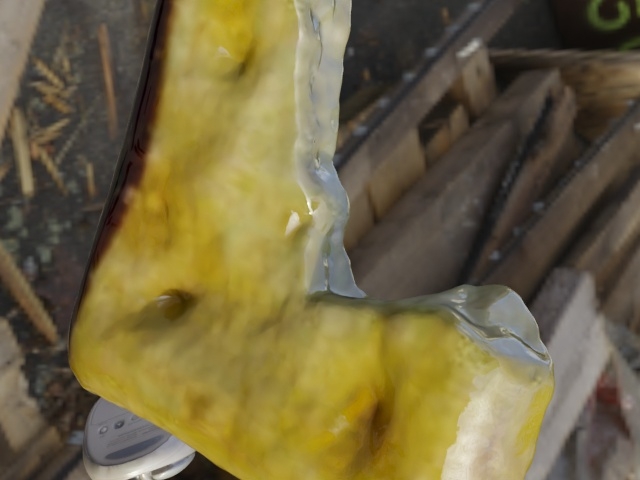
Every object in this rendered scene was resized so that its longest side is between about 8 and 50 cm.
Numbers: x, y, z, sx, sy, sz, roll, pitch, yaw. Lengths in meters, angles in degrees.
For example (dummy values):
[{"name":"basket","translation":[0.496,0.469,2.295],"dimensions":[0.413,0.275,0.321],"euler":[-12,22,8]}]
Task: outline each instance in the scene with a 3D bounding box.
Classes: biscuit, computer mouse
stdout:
[{"name":"biscuit","translation":[0.000,0.000,0.410],"dimensions":[0.039,0.183,0.174],"euler":[2,113,-52]},{"name":"computer mouse","translation":[-0.094,0.108,0.747],"dimensions":[0.096,0.066,0.039],"euler":[-105,174,-65]}]
